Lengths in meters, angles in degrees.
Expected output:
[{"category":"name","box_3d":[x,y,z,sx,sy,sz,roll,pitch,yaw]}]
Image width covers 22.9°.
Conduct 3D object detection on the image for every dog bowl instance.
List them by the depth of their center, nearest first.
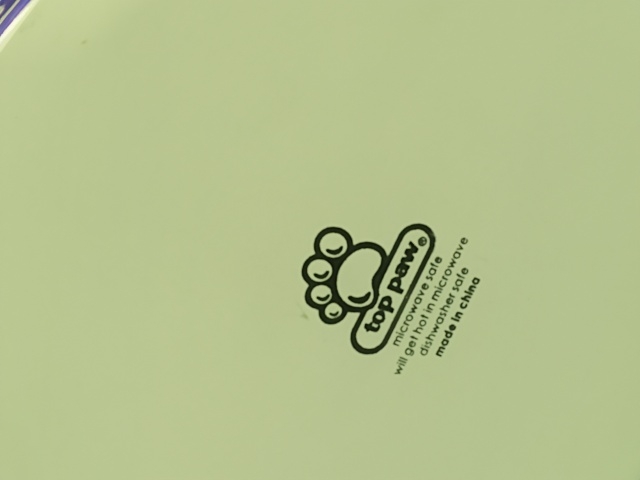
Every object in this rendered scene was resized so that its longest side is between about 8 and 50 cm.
[{"category":"dog bowl","box_3d":[0.000,0.000,0.489,0.265,0.104,0.264,-6,109,-18]}]
